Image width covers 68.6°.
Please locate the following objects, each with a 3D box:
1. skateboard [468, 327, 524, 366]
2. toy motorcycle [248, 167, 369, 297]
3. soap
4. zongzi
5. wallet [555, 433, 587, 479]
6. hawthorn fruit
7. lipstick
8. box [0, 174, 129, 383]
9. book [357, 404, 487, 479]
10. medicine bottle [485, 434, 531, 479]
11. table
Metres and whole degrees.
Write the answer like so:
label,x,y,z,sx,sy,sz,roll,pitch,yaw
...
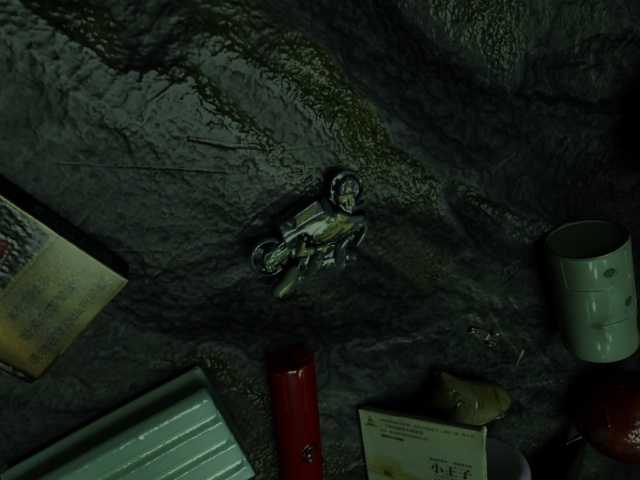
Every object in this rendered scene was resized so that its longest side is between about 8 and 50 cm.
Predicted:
label,x,y,z,sx,sy,sz,roll,pitch,yaw
skateboard,0.296,0.175,0.790,0.064,0.083,0.032,23,96,-25
toy motorcycle,0.000,0.000,0.632,0.193,0.061,0.124,-42,118,-7
soap,-0.241,0.300,0.610,0.266,0.087,0.159,-28,113,-13
zongzi,0.233,0.315,0.816,0.160,0.078,0.176,16,109,-26
wallet,0.453,0.532,0.903,0.310,0.042,0.165,-39,133,-40
hawthorn fruit,0.581,0.354,0.909,0.235,0.181,0.181,-18,111,-16
lipstick,-0.033,0.294,0.702,0.073,0.073,0.279,-11,108,-19
box,-0.351,0.023,0.492,0.240,0.071,0.159,42,90,-26
book,0.172,0.404,0.772,0.026,0.202,0.289,-42,127,-56
medicine bottle,0.301,0.499,0.852,0.152,0.152,0.254,-15,109,-17
table,0.468,0.086,0.810,0.127,0.126,0.219,-28,115,-12
